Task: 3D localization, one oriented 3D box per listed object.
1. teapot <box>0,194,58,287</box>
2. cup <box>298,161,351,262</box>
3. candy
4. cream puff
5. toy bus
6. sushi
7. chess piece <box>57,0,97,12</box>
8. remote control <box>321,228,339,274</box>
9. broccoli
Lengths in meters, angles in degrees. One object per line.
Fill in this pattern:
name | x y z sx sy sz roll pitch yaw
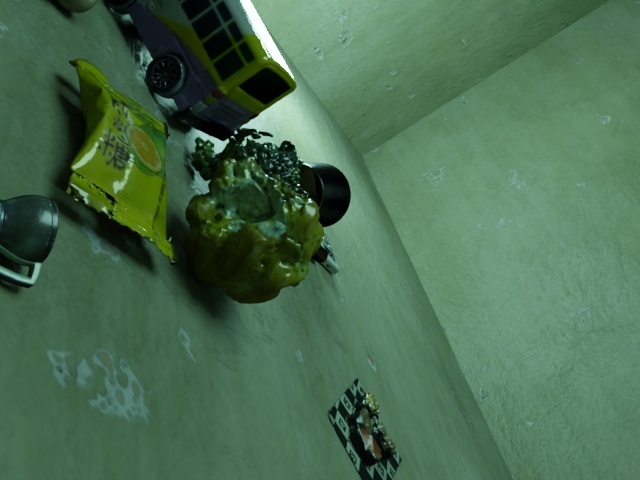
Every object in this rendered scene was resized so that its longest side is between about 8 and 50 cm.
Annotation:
teapot | -0.278 -0.002 0.575 0.057 0.066 0.088 15 65 -45
cup | -0.010 -0.082 1.525 0.239 0.166 0.177 59 16 8
candy | -0.258 -0.118 0.843 0.187 0.081 0.297 42 21 -47
cream puff | -0.108 0.000 0.926 0.221 0.194 0.195 34 -5 38
toy bus | -0.250 -0.452 1.263 0.440 0.249 0.209 61 13 11
sushi | 0.105 0.361 1.200 0.192 0.043 0.279 61 13 10
chess piece | -0.408 -0.420 0.966 0.170 0.094 0.094 49 15 -56
remote control | 0.000 0.000 1.670 0.087 0.029 0.190 47 17 -44
broccoli | -0.161 -0.125 1.206 0.199 0.177 0.275 11 6 -28
